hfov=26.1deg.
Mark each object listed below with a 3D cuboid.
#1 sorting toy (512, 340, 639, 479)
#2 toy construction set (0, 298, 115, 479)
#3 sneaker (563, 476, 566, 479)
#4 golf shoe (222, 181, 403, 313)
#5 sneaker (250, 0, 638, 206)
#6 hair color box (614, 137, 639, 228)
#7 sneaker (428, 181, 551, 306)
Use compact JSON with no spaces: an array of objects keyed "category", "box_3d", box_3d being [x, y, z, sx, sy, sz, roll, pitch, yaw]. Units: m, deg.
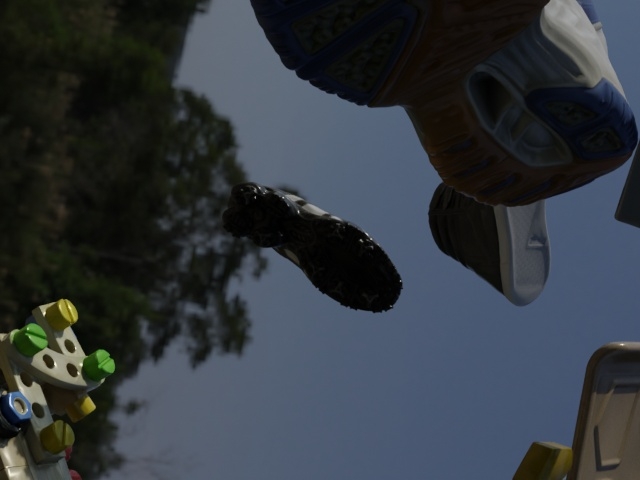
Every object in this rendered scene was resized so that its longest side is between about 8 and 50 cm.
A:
[{"category":"sorting toy","box_3d":[0.229,0.192,1.162,0.041,0.307,0.229,17,-84,36]},{"category":"toy construction set","box_3d":[-0.254,0.212,1.376,0.151,0.328,0.215,-45,158,17]},{"category":"sneaker","box_3d":[0.338,0.281,1.459,0.366,0.150,0.135,-30,-97,44]},{"category":"golf shoe","box_3d":[0.000,0.000,1.382,0.077,0.198,0.094,-57,174,10]},{"category":"sneaker","box_3d":[0.042,-0.121,0.560,0.296,0.111,0.131,44,33,-60]},{"category":"hair color box","box_3d":[0.343,-0.065,0.898,0.374,0.185,0.114,-22,130,-60]},{"category":"sneaker","box_3d":[0.190,-0.071,1.620,0.147,0.104,0.296,27,-45,40]}]
